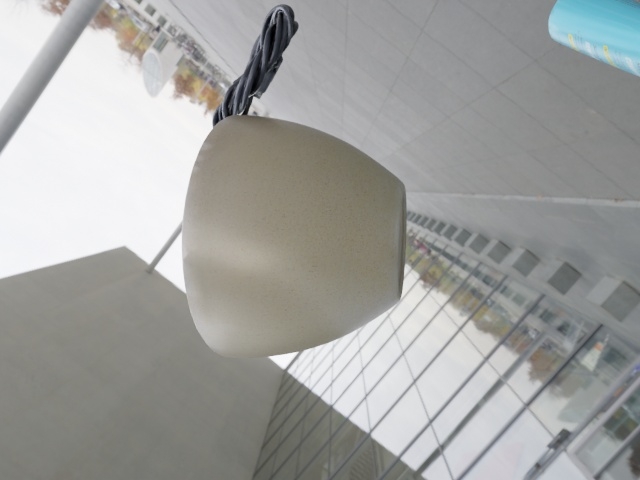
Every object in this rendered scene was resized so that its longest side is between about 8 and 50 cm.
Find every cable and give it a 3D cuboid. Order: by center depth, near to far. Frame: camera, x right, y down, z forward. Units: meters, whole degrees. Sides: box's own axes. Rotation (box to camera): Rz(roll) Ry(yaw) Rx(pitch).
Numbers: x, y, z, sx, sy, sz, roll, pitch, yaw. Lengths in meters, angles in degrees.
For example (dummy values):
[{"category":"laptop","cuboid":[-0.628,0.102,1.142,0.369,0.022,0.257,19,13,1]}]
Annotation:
[{"category":"cable","cuboid":[-0.085,-0.208,0.549,0.047,0.151,0.184,33,145,-14]}]

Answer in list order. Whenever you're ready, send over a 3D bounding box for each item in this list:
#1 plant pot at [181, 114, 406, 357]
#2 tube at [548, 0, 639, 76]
[{"category":"plant pot","cuboid":[0.000,0.000,0.513,0.190,0.284,0.284,3,178,14]},{"category":"tube","cuboid":[0.262,-0.150,0.344,0.080,0.052,0.207,15,-146,-26]}]
